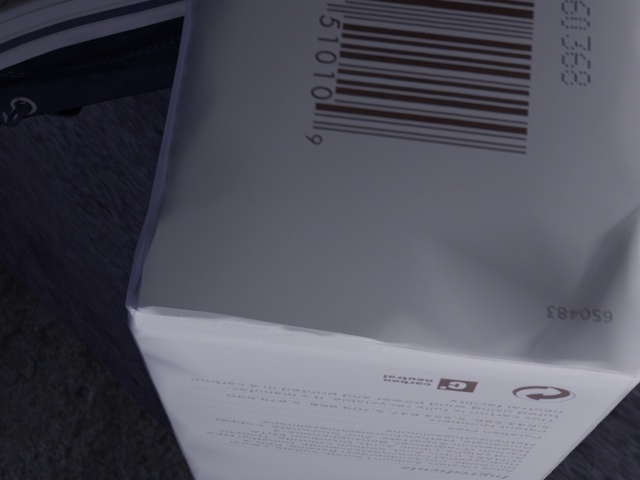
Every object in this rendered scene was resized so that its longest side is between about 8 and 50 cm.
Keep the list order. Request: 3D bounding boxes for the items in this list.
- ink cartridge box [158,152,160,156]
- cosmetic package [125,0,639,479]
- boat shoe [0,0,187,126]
[{"bbox_3d":[0.000,0.000,1.014,0.311,0.065,0.186,10,133,62],"label":"ink cartridge box"},{"bbox_3d":[0.025,0.001,0.575,0.156,0.217,0.385,7,158,0],"label":"cosmetic package"},{"bbox_3d":[-0.202,-0.145,0.806,0.156,0.500,0.187,50,-148,-65],"label":"boat shoe"}]
